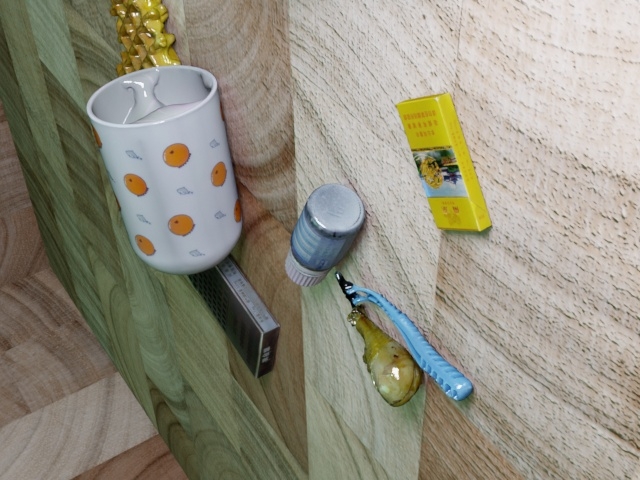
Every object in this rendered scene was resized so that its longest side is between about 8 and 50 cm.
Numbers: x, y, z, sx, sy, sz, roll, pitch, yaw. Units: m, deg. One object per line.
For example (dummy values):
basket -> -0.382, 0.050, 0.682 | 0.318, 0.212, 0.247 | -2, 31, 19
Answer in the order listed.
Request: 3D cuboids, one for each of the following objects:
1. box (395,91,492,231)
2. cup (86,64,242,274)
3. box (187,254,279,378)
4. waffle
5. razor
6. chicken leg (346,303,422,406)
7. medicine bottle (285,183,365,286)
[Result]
box -> 0.136, -0.085, 1.053 | 0.087, 0.023, 0.155 | 2, 115, 61
cup -> -0.252, -0.108, 1.610 | 0.212, 0.212, 0.317 | 38, 146, 46
box -> -0.190, 0.102, 1.893 | 0.325, 0.047, 0.180 | 52, 153, 26
waffle -> -0.323, -0.363, 1.701 | 0.260, 0.069, 0.293 | 31, 137, 49
razor -> 0.113, 0.126, 1.284 | 0.253, 0.042, 0.082 | 44, 170, 38
chicken leg -> 0.086, 0.164, 1.357 | 0.178, 0.070, 0.093 | 56, 162, 38
medicine bottle -> 0.000, 0.000, 1.345 | 0.083, 0.083, 0.203 | 58, 155, 17
